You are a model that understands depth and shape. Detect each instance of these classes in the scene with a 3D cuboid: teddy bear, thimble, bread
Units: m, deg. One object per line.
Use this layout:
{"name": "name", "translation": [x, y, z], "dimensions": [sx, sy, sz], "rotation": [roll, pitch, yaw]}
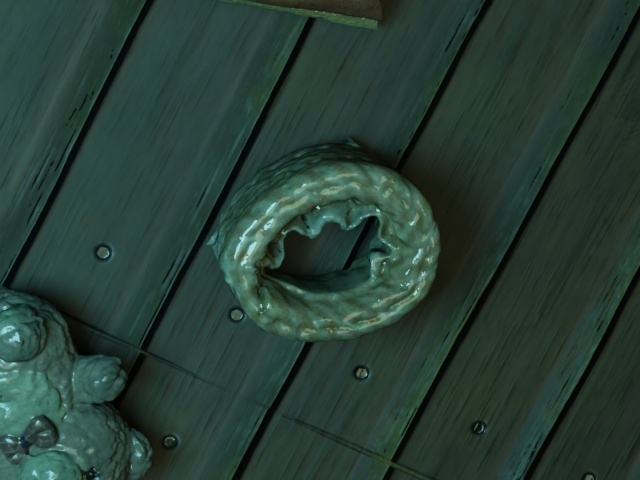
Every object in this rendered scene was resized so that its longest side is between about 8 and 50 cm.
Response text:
{"name": "teddy bear", "translation": [-0.308, 0.184, 1.284], "dimensions": [0.236, 0.151, 0.267], "rotation": [-21, 102, 4]}
{"name": "thimble", "translation": [0.006, 0.003, 1.319], "dimensions": [0.229, 0.148, 0.196], "rotation": [-29, 108, -3]}
{"name": "bread", "translation": [-0.017, -0.294, 1.290], "dimensions": [0.192, 0.067, 0.119], "rotation": [10, 107, -13]}
